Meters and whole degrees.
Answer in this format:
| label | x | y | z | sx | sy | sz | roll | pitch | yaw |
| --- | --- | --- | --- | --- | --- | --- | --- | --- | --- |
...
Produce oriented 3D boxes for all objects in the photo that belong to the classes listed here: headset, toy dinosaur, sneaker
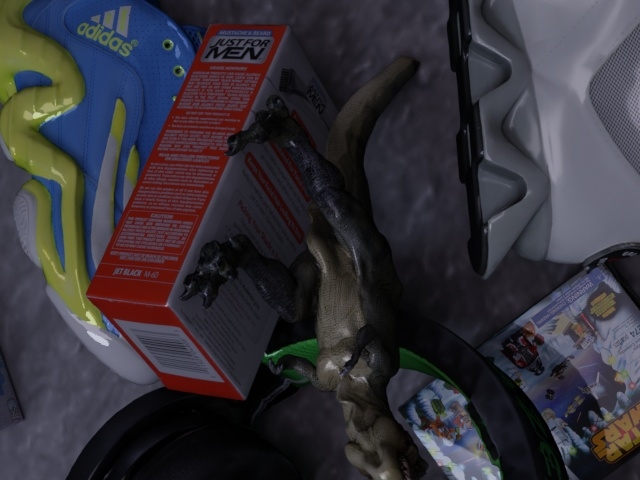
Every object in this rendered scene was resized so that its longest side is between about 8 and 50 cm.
| label | x | y | z | sx | sy | sz | roll | pitch | yaw |
| --- | --- | --- | --- | --- | --- | --- | --- | --- | --- |
| headset | -0.043 | 0.205 | 0.906 | 0.394 | 0.185 | 0.243 | -33 | 53 | 12 |
| toy dinosaur | 0.000 | 0.000 | 0.840 | 0.064 | 0.118 | 0.268 | -28 | 47 | 38 |
| sneaker | 0.130 | -0.153 | 0.864 | 0.146 | 0.122 | 0.331 | -6 | 90 | 0 |
| sneaker | -0.100 | -0.050 | 0.928 | 0.126 | 0.091 | 0.240 | -28 | 71 | 11 |

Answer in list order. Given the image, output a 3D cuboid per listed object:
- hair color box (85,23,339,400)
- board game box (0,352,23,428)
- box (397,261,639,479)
| label | x | y | z | sx | sy | sz | roll | pitch | yaw |
| --- | --- | --- | --- | --- | --- | --- | --- | --- | --- |
| hair color box | -0.047 | -0.016 | 0.883 | 0.053 | 0.093 | 0.167 | 6 | 59 | 30 |
| board game box | -0.210 | 0.069 | 0.984 | 0.020 | 0.090 | 0.090 | -19 | 88 | 21 |
| box | 0.121 | 0.084 | 0.914 | 0.137 | 0.027 | 0.094 | -39 | 82 | 16 |
